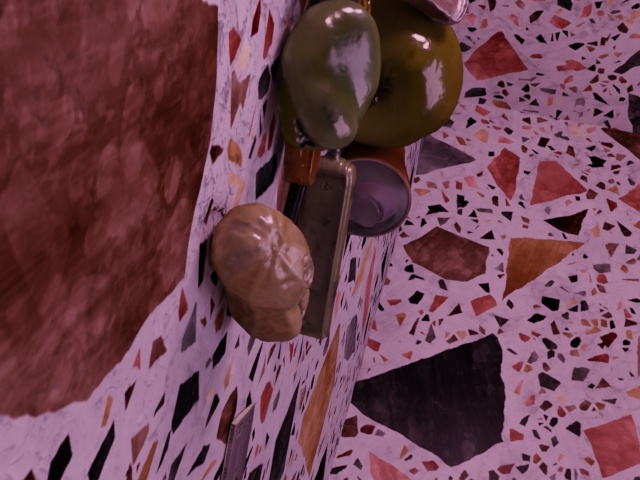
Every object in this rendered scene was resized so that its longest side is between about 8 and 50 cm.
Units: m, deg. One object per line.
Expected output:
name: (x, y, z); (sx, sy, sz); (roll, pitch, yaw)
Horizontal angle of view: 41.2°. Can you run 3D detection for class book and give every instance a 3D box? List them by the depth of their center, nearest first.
book: (-0.145, 0.376, 1.451); (0.127, 0.014, 0.181); (-31, 132, -77)

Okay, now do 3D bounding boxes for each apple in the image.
apple: (0.162, -0.319, 1.671); (0.258, 0.233, 0.295); (-68, 166, -63)

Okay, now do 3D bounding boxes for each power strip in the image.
power strip: (0.000, 0.000, 1.572); (0.066, 0.092, 0.387); (-57, 158, -66)

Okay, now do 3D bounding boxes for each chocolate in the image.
chocolate: (0.156, -0.496, 1.542); (0.080, 0.254, 0.157); (-18, -126, 52)

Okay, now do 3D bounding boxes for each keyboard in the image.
keyboard: (-0.056, -0.012, 1.449); (0.072, 0.023, 0.231); (89, 16, -79)

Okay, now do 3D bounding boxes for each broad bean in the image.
broad bean: (0.008, -0.233, 1.213); (0.169, 0.100, 0.228); (42, 66, -35)

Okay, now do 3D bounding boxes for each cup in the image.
cup: (0.093, -0.122, 1.817); (0.226, 0.182, 0.264); (-45, -166, 28)

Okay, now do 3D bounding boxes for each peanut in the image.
peanut: (-0.071, 0.049, 1.136); (0.290, 0.130, 0.130); (87, 18, -65)

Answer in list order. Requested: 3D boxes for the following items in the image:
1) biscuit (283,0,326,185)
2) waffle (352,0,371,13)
biscuit: (-0.013, -0.233, 1.340); (0.186, 0.044, 0.295); (7, 94, -83)
waffle: (0.056, -0.416, 1.336); (0.245, 0.052, 0.254); (-82, 167, -68)
